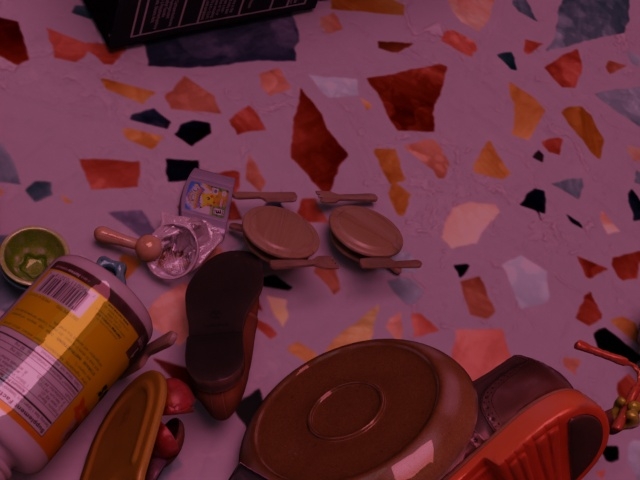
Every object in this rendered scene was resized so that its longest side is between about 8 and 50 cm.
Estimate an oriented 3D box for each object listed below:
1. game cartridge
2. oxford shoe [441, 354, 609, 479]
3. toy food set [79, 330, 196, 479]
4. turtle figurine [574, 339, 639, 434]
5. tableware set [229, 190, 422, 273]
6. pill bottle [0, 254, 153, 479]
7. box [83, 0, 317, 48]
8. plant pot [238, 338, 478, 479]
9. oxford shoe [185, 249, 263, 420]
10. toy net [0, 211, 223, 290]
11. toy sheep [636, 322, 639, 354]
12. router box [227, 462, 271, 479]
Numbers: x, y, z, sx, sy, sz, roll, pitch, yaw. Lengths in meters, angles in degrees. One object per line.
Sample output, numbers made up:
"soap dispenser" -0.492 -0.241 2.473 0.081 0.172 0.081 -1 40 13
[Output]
"game cartridge" -0.126 -0.041 1.238 0.056 0.017 0.083 12 54 -8
"oxford shoe" 0.086 0.235 1.048 0.364 0.130 0.133 -29 38 -11
"toy food set" -0.154 0.192 1.014 0.071 0.128 0.218 33 45 -23
"turtle figurine" 0.201 0.224 1.136 0.269 0.087 0.217 -7 62 2
"tableware set" 0.000 0.000 1.235 0.194 0.039 0.128 0 41 -30
"pill bottle" -0.255 0.123 1.006 0.117 0.117 0.215 36 63 6
"box" -0.125 -0.404 1.308 0.294 0.296 0.182 -16 64 -29
"plant pot" 0.028 0.166 1.047 0.236 0.032 0.236 -18 31 11
"oxford shoe" -0.097 0.090 1.133 0.076 0.076 0.212 0 39 6
"toy net" -0.198 0.026 1.138 0.232 0.045 0.122 -16 63 -23
"toy sheep" 0.403 0.116 1.282 0.091 0.091 0.132 12 60 -12
"router box" -0.104 0.291 0.949 0.046 0.133 0.179 29 52 0
